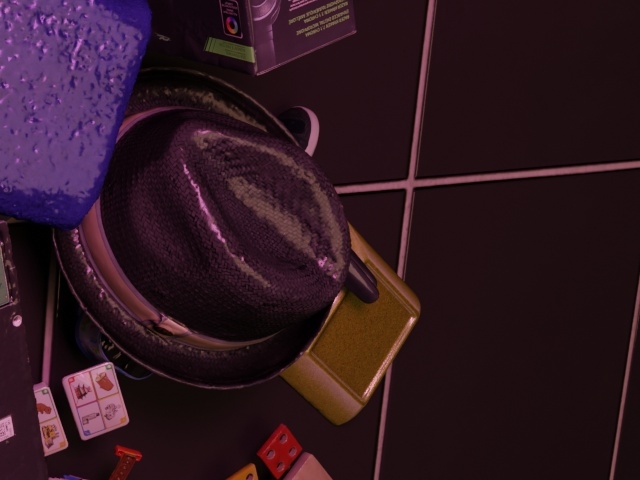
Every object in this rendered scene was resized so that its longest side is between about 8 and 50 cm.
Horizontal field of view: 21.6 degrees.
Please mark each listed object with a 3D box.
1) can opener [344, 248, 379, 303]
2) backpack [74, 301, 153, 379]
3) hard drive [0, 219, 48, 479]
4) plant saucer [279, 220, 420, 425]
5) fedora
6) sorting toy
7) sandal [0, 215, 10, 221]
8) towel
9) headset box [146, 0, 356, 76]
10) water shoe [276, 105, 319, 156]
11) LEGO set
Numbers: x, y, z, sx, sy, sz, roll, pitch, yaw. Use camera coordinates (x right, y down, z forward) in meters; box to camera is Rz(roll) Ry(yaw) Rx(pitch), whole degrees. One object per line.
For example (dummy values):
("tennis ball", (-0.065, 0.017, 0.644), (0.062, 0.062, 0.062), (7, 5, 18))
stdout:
("can opener", (0.000, 0.000, 1.824), (0.073, 0.059, 0.186), (-37, 119, 24))
("backpack", (-0.190, 0.075, 1.656), (0.105, 0.084, 0.114), (43, 66, -40))
("hard drive", (-0.358, 0.166, 1.448), (0.237, 0.064, 0.339), (-25, 120, -38))
("plant saucer", (0.036, 0.101, 1.918), (0.188, 0.045, 0.188), (-57, 135, -14))
("fedora", (-0.084, -0.020, 1.583), (0.334, 0.152, 0.334), (7, 79, -36))
("sorting toy", (-0.038, 0.319, 1.916), (0.132, 0.046, 0.274), (-52, 133, -19))
("sandal", (-0.328, -0.040, 1.513), (0.254, 0.054, 0.097), (-31, 128, -46))
("towel", (-0.311, -0.153, 1.427), (0.308, 0.076, 0.228), (19, 89, -31))
("headset box", (-0.108, -0.298, 1.499), (0.131, 0.246, 0.283), (-29, 123, -36))
("water shoe", (-0.079, -0.079, 1.725), (0.203, 0.073, 0.080), (-50, 130, -22))
("LEGO set", (-0.266, 0.238, 1.660), (0.182, 0.060, 0.244), (-20, 121, -12))
